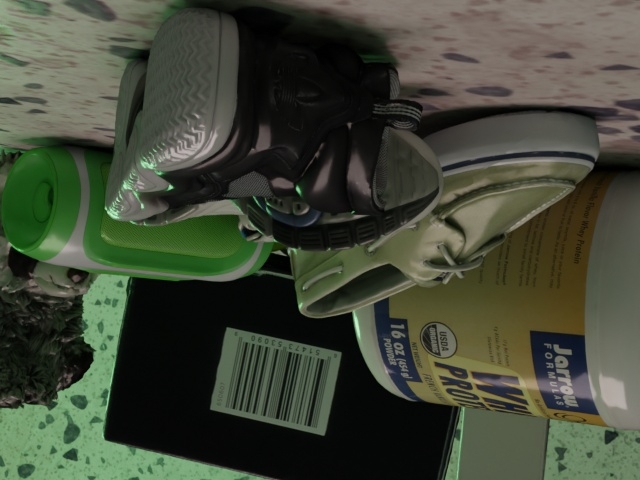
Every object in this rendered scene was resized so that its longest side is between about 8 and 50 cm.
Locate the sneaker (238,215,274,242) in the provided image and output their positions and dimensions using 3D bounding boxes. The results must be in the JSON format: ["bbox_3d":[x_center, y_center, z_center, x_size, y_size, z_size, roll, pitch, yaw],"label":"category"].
[{"bbox_3d":[-0.050,-0.027,1.170,0.083,0.071,0.190,-31,165,3],"label":"sneaker"}]

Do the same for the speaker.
[{"bbox_3d":[-0.192,-0.025,1.156,0.131,0.131,0.297,2,175,44],"label":"speaker"}]

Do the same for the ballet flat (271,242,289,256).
[{"bbox_3d":[0.000,0.000,1.678,0.231,0.077,0.077,8,175,-43],"label":"ballet flat"}]

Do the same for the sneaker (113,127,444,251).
[{"bbox_3d":[-0.026,-0.060,0.772,0.297,0.111,0.129,10,-167,43],"label":"sneaker"}]

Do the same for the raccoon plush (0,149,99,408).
[{"bbox_3d":[-0.441,0.013,1.290,0.446,0.299,0.216,16,-171,26],"label":"raccoon plush"}]

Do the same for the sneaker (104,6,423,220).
[{"bbox_3d":[-0.041,-0.056,0.624,0.153,0.101,0.268,9,173,-18],"label":"sneaker"}]

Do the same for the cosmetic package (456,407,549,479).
[{"bbox_3d":[0.229,0.143,1.237,0.097,0.377,0.284,5,177,11],"label":"cosmetic package"}]

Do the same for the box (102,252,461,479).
[{"bbox_3d":[-0.021,0.183,1.630,0.480,0.297,0.472,12,-177,7],"label":"box"}]

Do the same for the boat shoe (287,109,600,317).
[{"bbox_3d":[0.087,-0.011,0.797,0.109,0.094,0.302,9,159,-37],"label":"boat shoe"}]

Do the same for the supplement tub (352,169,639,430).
[{"bbox_3d":[0.212,0.048,0.949,0.316,0.228,0.228,3,176,32],"label":"supplement tub"}]
